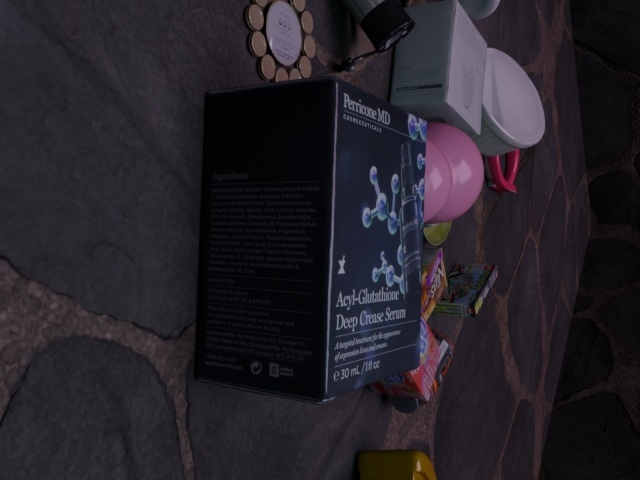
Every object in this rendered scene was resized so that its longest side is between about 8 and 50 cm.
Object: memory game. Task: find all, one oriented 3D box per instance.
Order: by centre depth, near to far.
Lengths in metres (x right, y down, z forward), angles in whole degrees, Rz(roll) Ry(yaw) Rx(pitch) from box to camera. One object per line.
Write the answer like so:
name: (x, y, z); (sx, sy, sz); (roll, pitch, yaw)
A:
memory game: (-0.059, -0.324, 1.009); (0.186, 0.012, 0.186); (-5, 96, -59)

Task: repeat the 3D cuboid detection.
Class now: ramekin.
ramekin: (0.433, -0.338, 1.638); (0.272, 0.127, 0.273); (17, 61, -33)

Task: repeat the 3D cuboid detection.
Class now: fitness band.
fitness band: (0.575, -0.259, 2.040); (0.291, 0.054, 0.209); (8, 82, -60)

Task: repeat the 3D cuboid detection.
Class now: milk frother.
milk frother: (0.066, -0.387, 1.144); (0.143, 0.129, 0.135); (-33, 85, -22)

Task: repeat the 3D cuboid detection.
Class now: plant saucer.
plant saucer: (0.262, -0.110, 1.534); (0.241, 0.037, 0.241); (-8, 99, -58)

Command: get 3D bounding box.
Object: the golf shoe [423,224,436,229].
golf shoe: (0.248, -0.098, 1.434); (0.086, 0.069, 0.176); (51, 44, -21)

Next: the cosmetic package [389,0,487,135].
cosmetic package: (0.264, -0.369, 1.425); (0.224, 0.138, 0.225); (19, 77, -58)

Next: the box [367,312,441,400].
box: (0.129, 0.192, 1.240); (0.257, 0.128, 0.123); (57, 46, -43)

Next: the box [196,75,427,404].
box: (0.000, 0.000, 0.935); (0.293, 0.211, 0.396); (2, 89, -58)

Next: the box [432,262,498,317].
box: (0.372, 0.123, 1.656); (0.207, 0.114, 0.036); (-44, 128, -50)

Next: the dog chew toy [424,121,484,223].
dog chew toy: (0.175, -0.118, 1.244); (0.331, 0.206, 0.207); (-19, 108, -49)

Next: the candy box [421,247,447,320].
candy box: (0.234, 0.106, 1.485); (0.186, 0.053, 0.109); (-43, 127, -48)

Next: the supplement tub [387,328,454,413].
supplement tub: (0.216, 0.289, 1.416); (0.198, 0.106, 0.106); (-45, 129, -48)

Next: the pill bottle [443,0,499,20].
pill bottle: (0.405, -0.692, 1.633); (0.146, 0.146, 0.264); (58, 45, -43)

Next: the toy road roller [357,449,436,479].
toy road roller: (0.171, 0.547, 1.271); (0.329, 0.202, 0.241); (39, 48, -51)

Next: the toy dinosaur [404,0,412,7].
toy dinosaur: (0.197, -0.644, 1.376); (0.118, 0.064, 0.268); (-35, 118, -45)
